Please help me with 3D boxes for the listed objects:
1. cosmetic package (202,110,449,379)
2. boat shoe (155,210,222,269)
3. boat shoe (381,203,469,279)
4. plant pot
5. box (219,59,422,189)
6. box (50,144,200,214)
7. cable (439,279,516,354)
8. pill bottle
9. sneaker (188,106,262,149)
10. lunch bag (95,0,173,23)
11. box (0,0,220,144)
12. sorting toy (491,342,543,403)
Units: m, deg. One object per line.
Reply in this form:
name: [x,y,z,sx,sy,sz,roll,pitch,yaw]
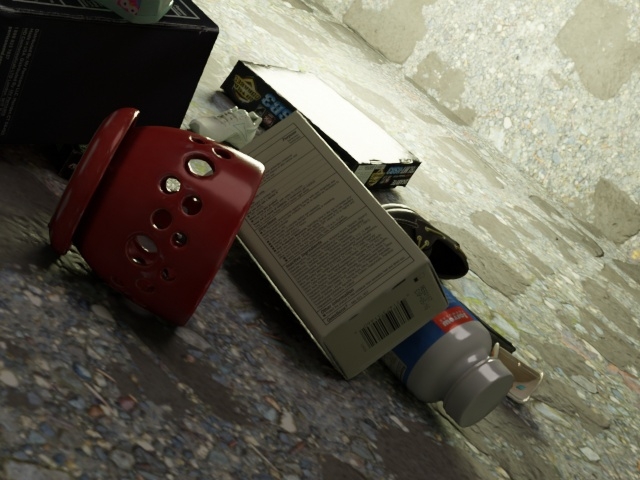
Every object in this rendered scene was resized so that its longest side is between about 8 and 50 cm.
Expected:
cosmetic package: [0.000,0.000,1.495,0.309,0.160,0.113,52,-5,39]
boat shoe: [-0.167,-0.004,1.437,0.125,0.038,0.046,45,-22,10]
boat shoe: [0.154,0.006,1.922,0.228,0.081,0.068,20,20,-46]
plant pot: [-0.172,-0.031,1.259,0.174,0.191,0.191,28,19,-9]
box: [0.007,-0.203,2.186,0.295,0.073,0.293,42,18,17]
box: [-0.249,-0.110,1.534,0.191,0.045,0.184,23,25,-32]
cable: [0.161,0.095,1.807,0.287,0.072,0.139,41,-3,-28]
pill bottle: [0.135,0.123,1.530,0.221,0.124,0.124,45,20,27]
sneaker: [-0.146,-0.178,1.869,0.054,0.061,0.152,45,21,20]
lunch bag: [-0.213,-0.388,1.337,0.160,0.223,0.262,2,37,-30]
box: [-0.332,-0.258,1.444,0.294,0.182,0.296,-4,40,-43]
sorting toy: [0.269,0.198,1.730,0.083,0.045,0.075,34,26,-8]
